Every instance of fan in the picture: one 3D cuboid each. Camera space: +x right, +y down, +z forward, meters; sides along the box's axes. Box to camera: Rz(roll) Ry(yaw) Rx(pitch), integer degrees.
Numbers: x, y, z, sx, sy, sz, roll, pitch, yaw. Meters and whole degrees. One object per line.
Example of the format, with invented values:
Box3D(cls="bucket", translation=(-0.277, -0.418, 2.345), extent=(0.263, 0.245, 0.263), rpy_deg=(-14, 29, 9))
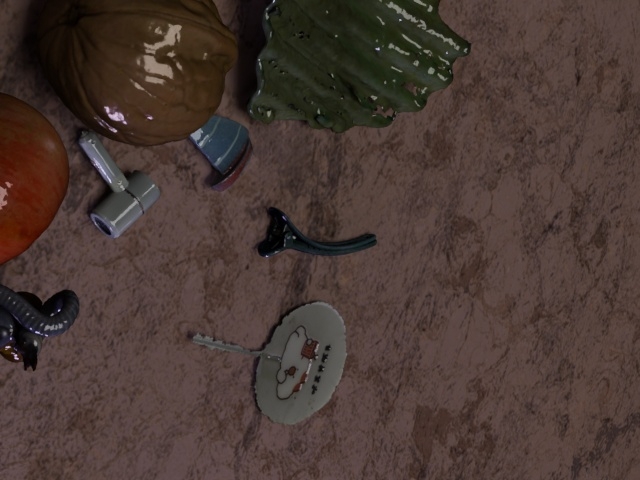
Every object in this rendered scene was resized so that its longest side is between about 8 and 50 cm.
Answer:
Box3D(cls="fan", translation=(-0.071, 0.165, 1.961), extent=(0.329, 0.009, 0.190), rpy_deg=(17, 93, -49))

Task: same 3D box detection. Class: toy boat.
Box3D(cls="toy boat", translation=(-0.138, -0.132, 1.777), extent=(0.096, 0.034, 0.122), rpy_deg=(-56, 133, -22))

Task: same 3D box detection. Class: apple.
Box3D(cls="apple", translation=(-0.370, -0.061, 1.463), extent=(0.164, 0.209, 0.209), rpy_deg=(40, 76, -37))

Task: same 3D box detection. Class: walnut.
Box3D(cls="walnut", translation=(-0.204, -0.215, 1.565), extent=(0.228, 0.228, 0.228), rpy_deg=(-17, 115, -40))

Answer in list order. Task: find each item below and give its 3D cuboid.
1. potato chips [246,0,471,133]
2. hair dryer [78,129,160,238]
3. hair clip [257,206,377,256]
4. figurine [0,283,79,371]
Box3D(cls="potato chips", translation=(0.050, -0.322, 1.849), extent=(0.389, 0.097, 0.373), rpy_deg=(-8, 108, -44))
Box3D(cls="hair dryer", translation=(-0.260, -0.077, 1.673), extent=(0.082, 0.047, 0.137), rpy_deg=(-45, 125, -23))
Box3D(cls="hair clip", translation=(0.000, 0.000, 1.962), extent=(0.229, 0.039, 0.070), rpy_deg=(9, 98, -50))
Box3D(cls="figurine", translation=(-0.449, 0.140, 1.428), extent=(0.382, 0.261, 0.186), rpy_deg=(-21, 110, -63))
